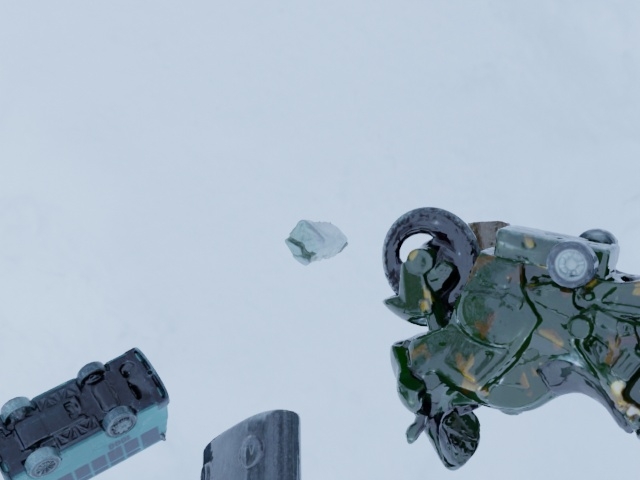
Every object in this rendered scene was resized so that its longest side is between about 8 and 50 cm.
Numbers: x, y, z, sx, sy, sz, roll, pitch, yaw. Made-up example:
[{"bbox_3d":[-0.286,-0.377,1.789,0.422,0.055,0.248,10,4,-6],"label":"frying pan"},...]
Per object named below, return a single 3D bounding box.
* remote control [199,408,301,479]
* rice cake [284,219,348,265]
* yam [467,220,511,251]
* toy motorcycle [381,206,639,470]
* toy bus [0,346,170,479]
[{"bbox_3d":[-0.044,0.288,0.471,0.107,0.044,0.377,-35,45,40],"label":"remote control"},{"bbox_3d":[0.000,0.000,1.545,0.066,0.336,0.063,45,98,7],"label":"rice cake"},{"bbox_3d":[0.299,0.029,1.434,0.084,0.084,0.127,-6,82,6],"label":"yam"},{"bbox_3d":[0.158,0.083,0.576,0.275,0.125,0.187,11,102,30],"label":"toy motorcycle"},{"bbox_3d":[-0.226,0.179,0.797,0.160,0.091,0.079,-26,54,-24],"label":"toy bus"}]
